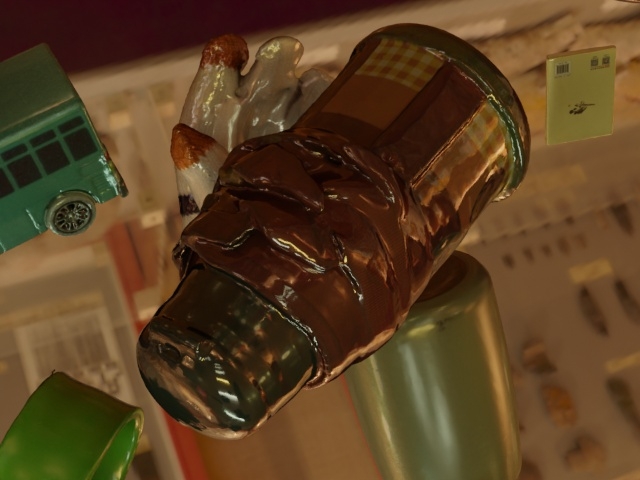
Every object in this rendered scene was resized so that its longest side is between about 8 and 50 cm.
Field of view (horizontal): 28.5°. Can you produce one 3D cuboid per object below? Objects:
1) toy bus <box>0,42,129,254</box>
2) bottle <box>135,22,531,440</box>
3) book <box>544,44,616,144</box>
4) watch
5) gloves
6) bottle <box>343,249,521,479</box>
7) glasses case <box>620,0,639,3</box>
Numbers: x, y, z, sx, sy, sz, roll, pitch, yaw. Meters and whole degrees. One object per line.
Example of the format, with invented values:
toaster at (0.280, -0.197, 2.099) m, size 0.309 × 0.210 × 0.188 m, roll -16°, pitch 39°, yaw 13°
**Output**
toy bus at (-0.319, -0.055, 1.115) m, size 0.256 × 0.128 × 0.147 m, roll -27°, pitch 136°, yaw -10°
bottle at (0.000, 0.000, 0.734) m, size 0.271 × 0.143 × 0.156 m, roll -48°, pitch 144°, yaw -29°
book at (0.284, -0.159, 1.381) m, size 0.077 × 0.014 × 0.111 m, roll -9°, pitch 126°, yaw -4°
watch at (-0.183, 0.178, 0.878) m, size 0.152 × 0.131 × 0.165 m, roll -65°, pitch 172°, yaw 3°
gloves at (-0.041, -0.034, 0.892) m, size 0.140 × 0.219 × 0.131 m, roll -20°, pitch -179°, yaw -24°
bottle at (0.125, 0.191, 1.276) m, size 0.168 × 0.347 × 0.168 m, roll -14°, pitch -160°, yaw 5°
glasses case at (0.312, -0.255, 1.289) m, size 0.083 × 0.033 × 0.023 m, roll 2°, pitch 109°, yaw -33°
